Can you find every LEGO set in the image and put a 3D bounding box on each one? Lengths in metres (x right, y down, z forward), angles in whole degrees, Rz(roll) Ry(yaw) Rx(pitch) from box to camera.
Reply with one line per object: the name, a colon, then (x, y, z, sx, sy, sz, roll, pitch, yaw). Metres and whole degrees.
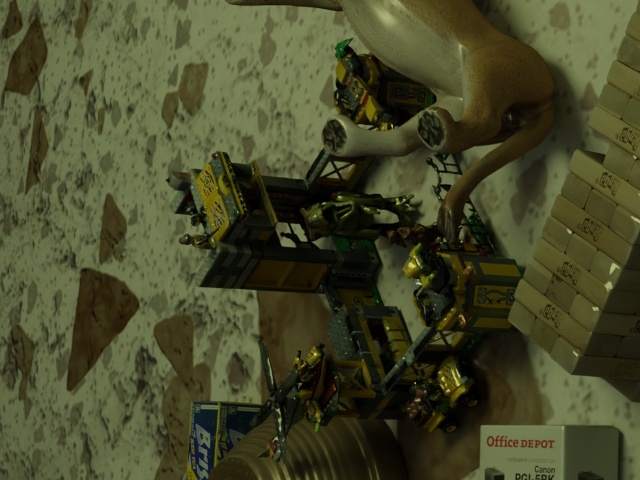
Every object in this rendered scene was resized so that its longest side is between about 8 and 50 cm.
LEGO set: (0.000, 0.000, 1.386, 0.255, 0.192, 0.331, -48, 48, 45)

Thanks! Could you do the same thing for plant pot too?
plant pot: (-0.033, 0.247, 1.473, 0.237, 0.109, 0.237, -19, 67, 53)

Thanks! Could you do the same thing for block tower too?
block tower: (0.236, -0.057, 1.146, 0.091, 0.097, 0.336, 43, 120, 52)

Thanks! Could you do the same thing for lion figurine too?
lion figurine: (0.083, -0.172, 1.337, 0.142, 0.240, 0.392, -50, 61, 44)

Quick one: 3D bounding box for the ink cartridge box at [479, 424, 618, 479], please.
ink cartridge box: (0.164, 0.201, 1.233, 0.099, 0.056, 0.135, -10, 76, 56)

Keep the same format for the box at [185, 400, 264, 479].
box: (-0.093, 0.238, 1.613, 0.059, 0.054, 0.169, -7, 79, 56)
